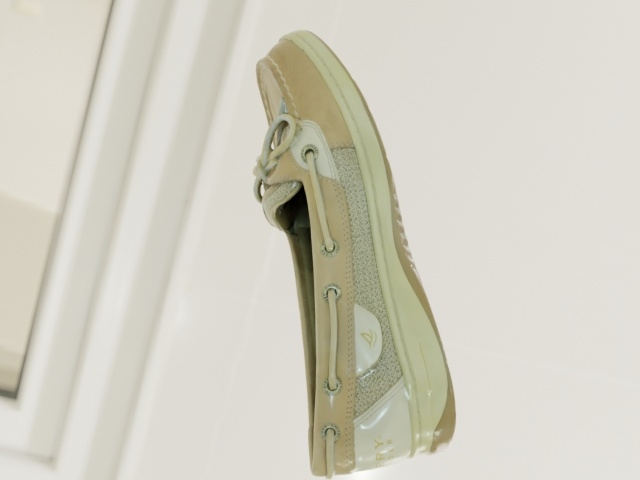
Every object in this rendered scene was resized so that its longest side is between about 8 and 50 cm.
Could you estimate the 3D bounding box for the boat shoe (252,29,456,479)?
[{"bbox_3d":[0.000,0.001,0.494,0.056,0.048,0.153,113,-38,-70],"label":"boat shoe"}]
